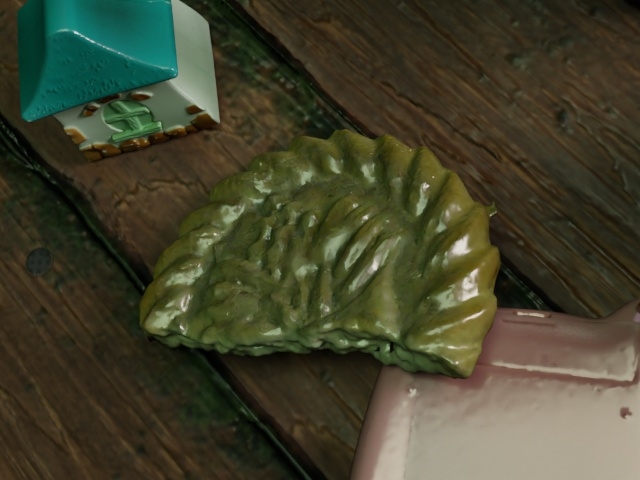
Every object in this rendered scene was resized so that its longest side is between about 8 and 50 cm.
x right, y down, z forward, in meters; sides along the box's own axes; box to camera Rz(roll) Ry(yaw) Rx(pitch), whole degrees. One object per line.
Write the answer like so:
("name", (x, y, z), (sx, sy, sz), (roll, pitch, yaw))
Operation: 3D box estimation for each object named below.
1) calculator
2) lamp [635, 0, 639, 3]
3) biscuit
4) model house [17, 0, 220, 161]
("calculator", (0.116, 0.181, 0.764), (0.220, 0.048, 0.329), (4, 73, 20))
("lamp", (0.251, -0.247, 0.753), (0.198, 0.244, 0.197), (-8, 65, 17))
("biscuit", (0.000, 0.000, 0.852), (0.274, 0.036, 0.187), (-1, 60, 30))
("model house", (-0.160, -0.141, 0.915), (0.127, 0.149, 0.100), (-15, 65, 15))
